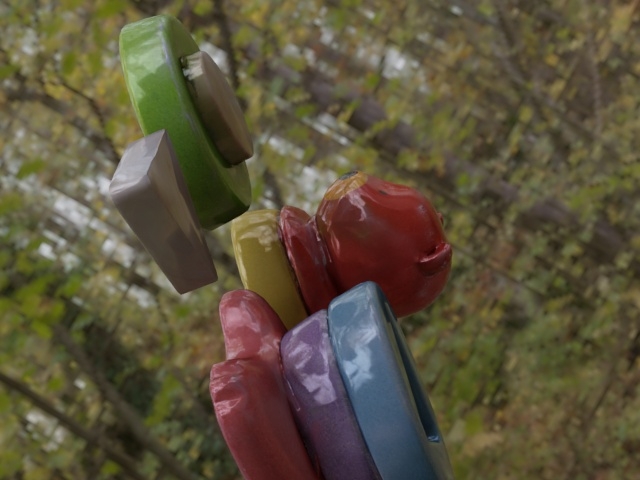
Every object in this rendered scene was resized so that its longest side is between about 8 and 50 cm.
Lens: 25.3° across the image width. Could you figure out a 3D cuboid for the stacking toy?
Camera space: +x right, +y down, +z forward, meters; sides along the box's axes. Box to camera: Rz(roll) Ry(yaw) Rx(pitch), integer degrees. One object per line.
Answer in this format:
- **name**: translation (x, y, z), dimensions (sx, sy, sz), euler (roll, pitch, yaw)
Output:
- **stacking toy**: translation (0.000, 0.000, 0.819), dimensions (0.130, 0.279, 0.309), euler (-21, 29, 7)
